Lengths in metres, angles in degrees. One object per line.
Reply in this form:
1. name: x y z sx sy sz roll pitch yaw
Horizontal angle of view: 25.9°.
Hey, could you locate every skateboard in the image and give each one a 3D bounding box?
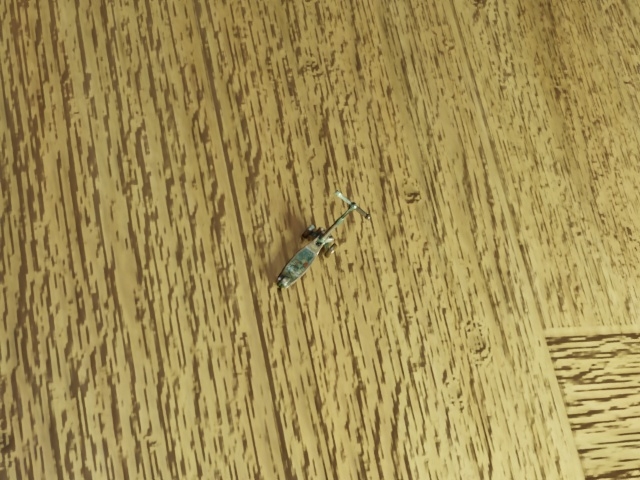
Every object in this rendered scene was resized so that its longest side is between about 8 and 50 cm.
1. skateboard: 0.000 0.000 1.038 0.032 0.083 0.064 42 55 0
